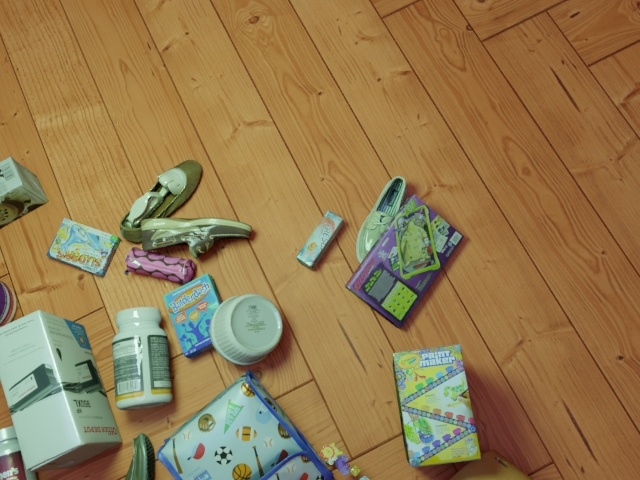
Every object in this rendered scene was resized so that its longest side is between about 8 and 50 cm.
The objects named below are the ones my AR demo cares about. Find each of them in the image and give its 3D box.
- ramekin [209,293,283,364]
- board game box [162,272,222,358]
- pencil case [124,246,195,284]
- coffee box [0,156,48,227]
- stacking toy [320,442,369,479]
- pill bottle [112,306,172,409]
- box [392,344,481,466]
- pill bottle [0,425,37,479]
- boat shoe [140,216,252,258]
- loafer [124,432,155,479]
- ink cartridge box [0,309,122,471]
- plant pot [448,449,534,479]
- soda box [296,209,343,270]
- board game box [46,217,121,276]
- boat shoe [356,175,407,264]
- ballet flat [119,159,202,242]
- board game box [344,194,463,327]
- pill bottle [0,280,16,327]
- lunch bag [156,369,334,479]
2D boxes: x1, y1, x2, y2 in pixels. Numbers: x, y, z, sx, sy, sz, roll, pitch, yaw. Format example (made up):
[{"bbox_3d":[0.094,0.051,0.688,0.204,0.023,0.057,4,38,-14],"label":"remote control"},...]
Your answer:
[{"bbox_3d":[-0.207,0.252,1.837,0.207,0.109,0.207,11,67,-26],"label":"ramekin"},{"bbox_3d":[-0.370,0.228,1.926,0.160,0.047,0.210,-28,67,3],"label":"board game box"},{"bbox_3d":[-0.499,0.080,1.972,0.209,0.098,0.095,10,74,7],"label":"pencil case"},{"bbox_3d":[-1.072,-0.124,2.051,0.297,0.168,0.119,-30,73,-3],"label":"coffee box"},{"bbox_3d":[0.088,0.638,1.712,0.221,0.167,0.052,42,76,14],"label":"stacking toy"},{"bbox_3d":[-0.526,0.347,1.863,0.162,0.162,0.279,-10,72,2],"label":"pill bottle"},{"bbox_3d":[0.298,0.441,1.688,0.176,0.290,0.279,-8,72,4],"label":"box"},{"bbox_3d":[-0.891,0.658,1.826,0.121,0.121,0.221,-21,73,-1],"label":"pill bottle"},{"bbox_3d":[-0.383,-0.004,1.966,0.341,0.123,0.123,1,83,-9],"label":"boat shoe"},{"bbox_3d":[-0.522,0.679,1.798,0.087,0.094,0.251,-5,73,0],"label":"loafer"},{"bbox_3d":[-0.743,0.426,1.794,0.166,0.285,0.395,-25,73,-3],"label":"ink cartridge box"},{"bbox_3d":[0.439,0.684,1.627,0.290,0.291,0.203,-37,57,-6],"label":"plant pot"},{"bbox_3d":[0.000,0.000,1.965,0.058,0.063,0.183,30,79,14],"label":"soda box"},{"bbox_3d":[-0.764,0.023,2.047,0.201,0.035,0.136,18,76,10],"label":"board game box"},{"bbox_3d":[0.186,-0.063,1.950,0.109,0.094,0.303,18,76,10],"label":"boat shoe"},{"bbox_3d":[-0.516,-0.139,2.025,0.116,0.124,0.342,41,81,15],"label":"ballet flat"},{"bbox_3d":[0.252,0.061,1.893,0.208,0.056,0.347,40,79,-14],"label":"board game box"},{"bbox_3d":[-1.065,0.174,1.880,0.181,0.323,0.182,-1,73,5],"label":"pill bottle"},{"bbox_3d":[-0.195,0.606,1.724,0.327,0.239,0.385,-38,89,-6],"label":"lunch bag"}]
